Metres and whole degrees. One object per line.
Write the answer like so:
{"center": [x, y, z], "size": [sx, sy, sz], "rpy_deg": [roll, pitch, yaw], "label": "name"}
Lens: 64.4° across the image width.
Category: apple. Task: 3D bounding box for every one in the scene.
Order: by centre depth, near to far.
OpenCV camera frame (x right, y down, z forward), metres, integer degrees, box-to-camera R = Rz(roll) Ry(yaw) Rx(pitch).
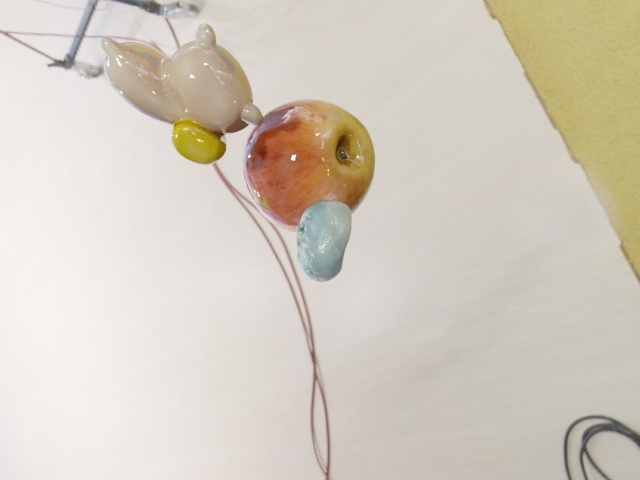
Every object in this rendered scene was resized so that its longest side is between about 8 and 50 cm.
{"center": [-0.022, -0.203, 1.383], "size": [0.364, 0.364, 0.363], "rpy_deg": [9, 105, 38], "label": "apple"}

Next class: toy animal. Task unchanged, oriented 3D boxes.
{"center": [-0.281, -0.364, 1.149], "size": [0.345, 0.277, 0.247], "rpy_deg": [44, 114, -11], "label": "toy animal"}

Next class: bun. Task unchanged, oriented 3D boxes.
{"center": [0.000, 0.000, 0.846], "size": [0.141, 0.083, 0.140], "rpy_deg": [-171, 90, -81], "label": "bun"}
